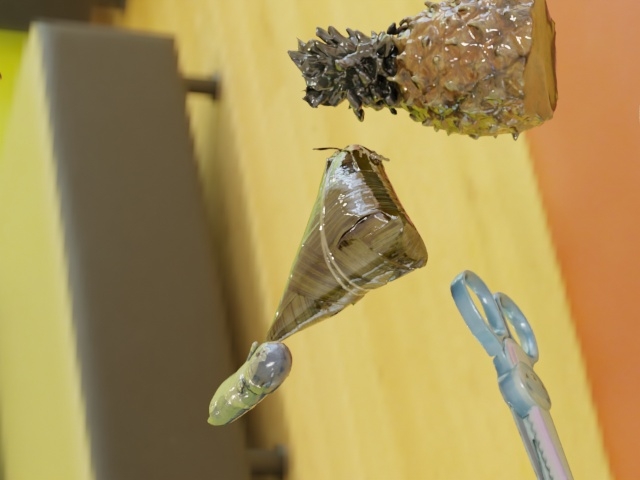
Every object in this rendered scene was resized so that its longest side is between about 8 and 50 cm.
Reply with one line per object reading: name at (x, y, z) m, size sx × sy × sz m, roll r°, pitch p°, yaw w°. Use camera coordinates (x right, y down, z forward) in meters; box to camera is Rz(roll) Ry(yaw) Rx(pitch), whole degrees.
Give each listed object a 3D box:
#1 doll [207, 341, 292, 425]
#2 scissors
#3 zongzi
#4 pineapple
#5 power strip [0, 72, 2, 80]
doll at (-0.050, 0.096, 1.229) m, size 0.125 × 0.027 × 0.037 m, roll -41°, pitch 23°, yaw 58°
scissors at (0.190, 0.141, 1.746) m, size 0.030 × 0.125 × 0.256 m, roll -35°, pitch 48°, yaw 20°
zongzi at (0.000, 0.000, 1.810) m, size 0.184 × 0.084 × 0.187 m, roll -36°, pitch 35°, yaw 12°
pineapple at (0.093, -0.177, 1.843) m, size 0.158 × 0.279 × 0.157 m, roll 0°, pitch -90°, yaw -71°
power strip at (-0.301, -0.144, 1.468) m, size 0.049 × 0.028 × 0.178 m, roll 62°, pitch -168°, yaw 5°
